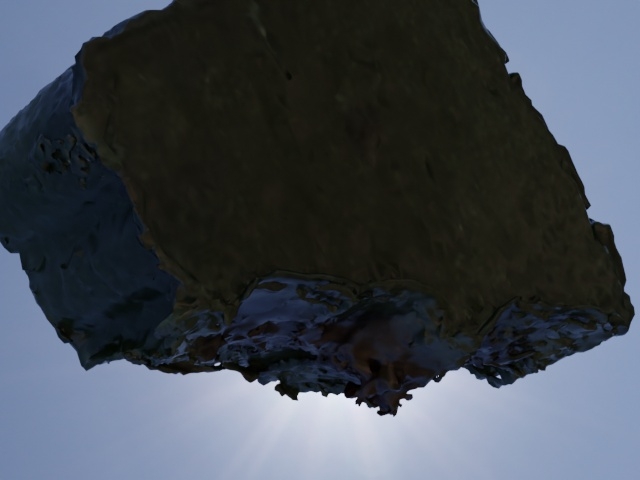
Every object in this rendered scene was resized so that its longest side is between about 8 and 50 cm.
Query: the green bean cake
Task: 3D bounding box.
[{"bbox_3d":[0.000,0.000,0.445,0.208,0.107,0.193,-35,-81,-46],"label":"green bean cake"}]
